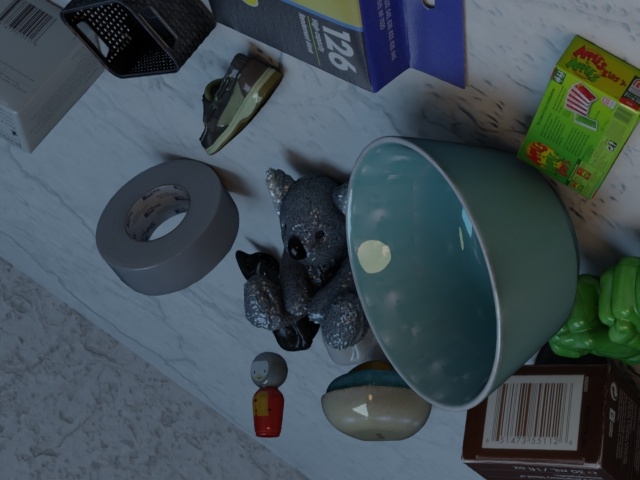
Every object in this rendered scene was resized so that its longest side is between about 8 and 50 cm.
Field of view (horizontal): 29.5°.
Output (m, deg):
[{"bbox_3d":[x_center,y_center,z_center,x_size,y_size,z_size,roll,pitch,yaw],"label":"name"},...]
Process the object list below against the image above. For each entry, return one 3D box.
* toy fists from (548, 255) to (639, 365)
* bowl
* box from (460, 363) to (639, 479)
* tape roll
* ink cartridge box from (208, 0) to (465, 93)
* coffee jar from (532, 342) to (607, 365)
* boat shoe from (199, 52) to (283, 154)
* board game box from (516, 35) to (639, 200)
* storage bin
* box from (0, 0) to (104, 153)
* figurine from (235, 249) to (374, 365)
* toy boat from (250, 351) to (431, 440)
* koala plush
[{"bbox_3d":[0.351,0.084,1.365,0.142,0.096,0.279,21,163,-16],"label":"toy fists"},{"bbox_3d":[0.172,0.020,1.365,0.311,0.163,0.312,42,139,50],"label":"bowl"},{"bbox_3d":[0.355,0.294,1.626,0.191,0.143,0.381,-5,153,34],"label":"box"},{"bbox_3d":[-0.239,-0.022,1.904,0.219,0.219,0.072,18,153,38],"label":"tape roll"},{"bbox_3d":[-0.004,-0.282,1.235,0.307,0.072,0.304,28,157,23],"label":"ink cartridge box"},{"bbox_3d":[0.332,0.197,1.693,0.096,0.079,0.184,24,157,6],"label":"coffee jar"},{"bbox_3d":[-0.118,-0.183,1.598,0.073,0.080,0.223,44,152,-5],"label":"boat shoe"},{"bbox_3d":[0.262,-0.117,1.207,0.092,0.043,0.181,32,158,11],"label":"board game box"},{"bbox_3d":[-0.234,-0.281,1.551,0.180,0.084,0.122,6,144,53],"label":"storage bin"},{"bbox_3d":[-0.446,-0.258,1.779,0.181,0.182,0.119,30,157,13],"label":"box"},{"bbox_3d":[-0.029,0.102,2.039,0.215,0.092,0.209,10,143,46],"label":"figurine"},{"bbox_3d":[0.034,0.265,2.115,0.318,0.148,0.267,-1,163,5],"label":"toy boat"},{"bbox_3d":[0.000,0.000,1.709,0.196,0.203,0.221,10,127,31],"label":"koala plush"}]
